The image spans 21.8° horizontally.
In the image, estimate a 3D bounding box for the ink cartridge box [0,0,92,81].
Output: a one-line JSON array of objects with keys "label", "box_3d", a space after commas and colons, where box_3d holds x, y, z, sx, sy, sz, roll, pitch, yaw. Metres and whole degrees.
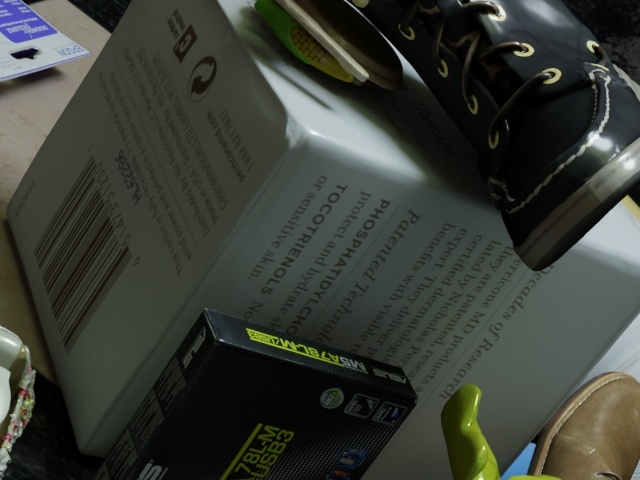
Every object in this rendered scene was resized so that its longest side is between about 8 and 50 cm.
[{"label": "ink cartridge box", "box_3d": [-0.368, -0.224, 1.710, 0.208, 0.045, 0.206, 38, 23, 9]}]

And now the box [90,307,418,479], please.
[{"label": "box", "box_3d": [-0.052, 0.153, 1.233, 0.184, 0.190, 0.045, 19, 27, -35]}]

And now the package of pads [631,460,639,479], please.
[{"label": "package of pads", "box_3d": [0.413, 0.266, 1.565, 0.296, 0.229, 0.101, 23, 65, -45]}]

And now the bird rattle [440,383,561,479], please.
[{"label": "bird rattle", "box_3d": [0.066, 0.243, 1.242, 0.143, 0.253, 0.207, 47, -14, 2]}]

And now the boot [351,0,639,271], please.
[{"label": "boot", "box_3d": [0.112, -0.143, 1.197, 0.284, 0.138, 0.377, 46, 20, -6]}]

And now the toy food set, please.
[{"label": "toy food set", "box_3d": [0.009, -0.156, 1.283, 0.132, 0.038, 0.192, 45, 19, 8]}]

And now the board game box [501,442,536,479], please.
[{"label": "board game box", "box_3d": [0.174, 0.252, 1.533, 0.133, 0.033, 0.168, 10, 36, -1]}]

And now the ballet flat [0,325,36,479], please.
[{"label": "ballet flat", "box_3d": [-0.242, 0.112, 1.201, 0.091, 0.077, 0.241, 26, 24, -18]}]

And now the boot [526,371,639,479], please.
[{"label": "boot", "box_3d": [0.231, 0.226, 1.408, 0.305, 0.115, 0.112, -49, 118, -38]}]

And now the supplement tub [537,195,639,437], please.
[{"label": "supplement tub", "box_3d": [0.278, 0.077, 1.755, 0.241, 0.241, 0.331, 10, 34, -45]}]

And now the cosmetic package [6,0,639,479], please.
[{"label": "cosmetic package", "box_3d": [0.000, 0.000, 1.421, 0.394, 0.327, 0.329, 18, 28, -35]}]
